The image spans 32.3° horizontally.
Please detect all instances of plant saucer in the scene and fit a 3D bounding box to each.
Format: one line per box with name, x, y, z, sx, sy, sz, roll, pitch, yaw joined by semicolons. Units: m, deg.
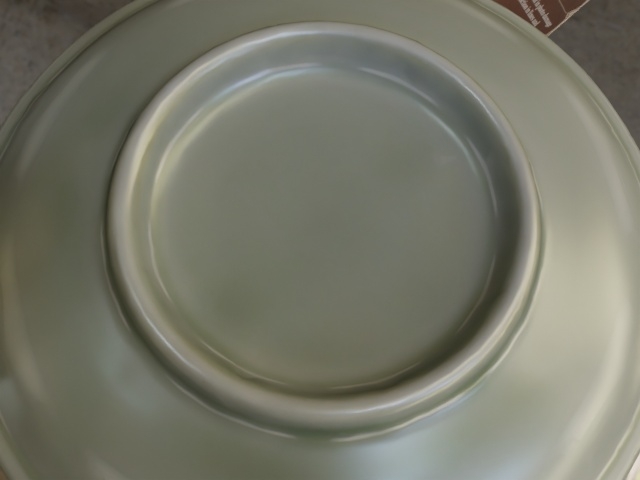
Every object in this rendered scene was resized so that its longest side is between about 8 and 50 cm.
plant saucer;0.000;0.000;0.582;0.400;0.400;0.100;24;161;7

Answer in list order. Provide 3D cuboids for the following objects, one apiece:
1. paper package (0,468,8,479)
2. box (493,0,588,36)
paper package;-0.295;0.266;0.984;0.309;0.168;0.325;18;143;9
box;0.188;-0.291;0.904;0.143;0.381;0.191;56;-167;21
